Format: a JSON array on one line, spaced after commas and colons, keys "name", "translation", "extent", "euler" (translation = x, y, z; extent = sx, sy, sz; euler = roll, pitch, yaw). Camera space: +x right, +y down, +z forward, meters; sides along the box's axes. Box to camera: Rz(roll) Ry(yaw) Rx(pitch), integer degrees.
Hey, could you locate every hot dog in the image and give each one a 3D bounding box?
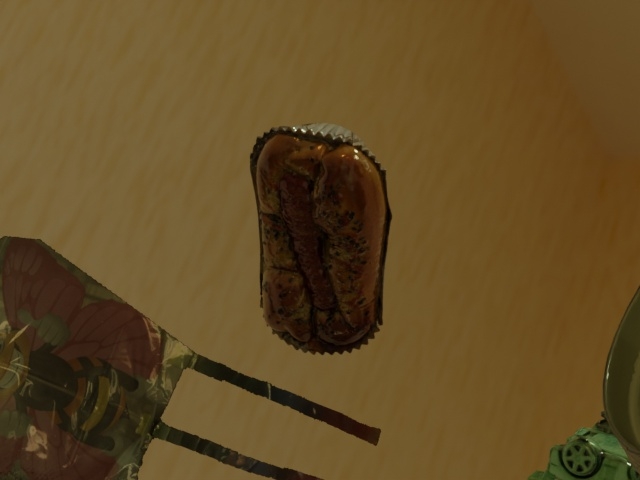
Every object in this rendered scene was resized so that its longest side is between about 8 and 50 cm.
[{"name": "hot dog", "translation": [0.000, 0.000, 1.433], "extent": [0.108, 0.059, 0.191], "euler": [8, -59, 19]}]

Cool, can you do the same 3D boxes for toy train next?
[{"name": "toy train", "translation": [0.287, 0.223, 1.877], "extent": [0.149, 0.099, 0.081], "euler": [19, -71, 25]}]

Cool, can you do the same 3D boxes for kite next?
[{"name": "kite", "translation": [-0.142, 0.141, 1.472], "extent": [0.360, 0.204, 0.022], "euler": [23, -7, 9]}]

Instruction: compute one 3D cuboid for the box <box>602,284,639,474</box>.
[{"name": "box", "translation": [0.247, 0.053, 0.783], "extent": [0.149, 0.226, 0.226], "euler": [45, -38, -16]}]
